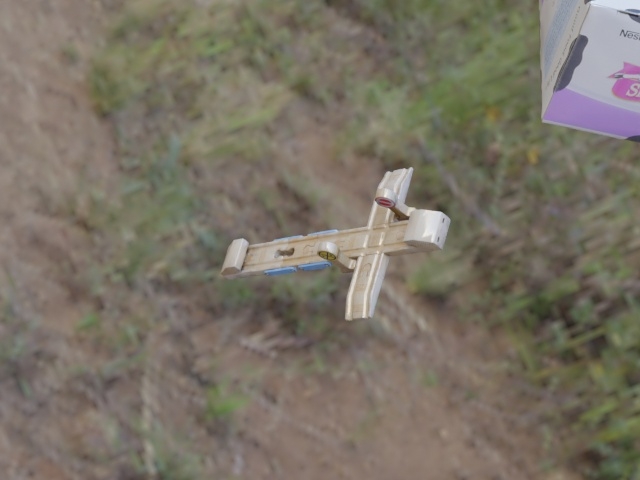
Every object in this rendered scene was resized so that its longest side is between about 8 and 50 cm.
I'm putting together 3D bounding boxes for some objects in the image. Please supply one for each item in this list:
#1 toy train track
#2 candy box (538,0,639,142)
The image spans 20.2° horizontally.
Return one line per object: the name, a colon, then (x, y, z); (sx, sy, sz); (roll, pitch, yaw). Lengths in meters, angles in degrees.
toy train track: (0.000, 0.000, 0.512); (0.014, 0.083, 0.048); (37, 58, -37)
candy box: (0.185, -0.123, 0.814); (0.196, 0.164, 0.070); (-83, -171, -45)
